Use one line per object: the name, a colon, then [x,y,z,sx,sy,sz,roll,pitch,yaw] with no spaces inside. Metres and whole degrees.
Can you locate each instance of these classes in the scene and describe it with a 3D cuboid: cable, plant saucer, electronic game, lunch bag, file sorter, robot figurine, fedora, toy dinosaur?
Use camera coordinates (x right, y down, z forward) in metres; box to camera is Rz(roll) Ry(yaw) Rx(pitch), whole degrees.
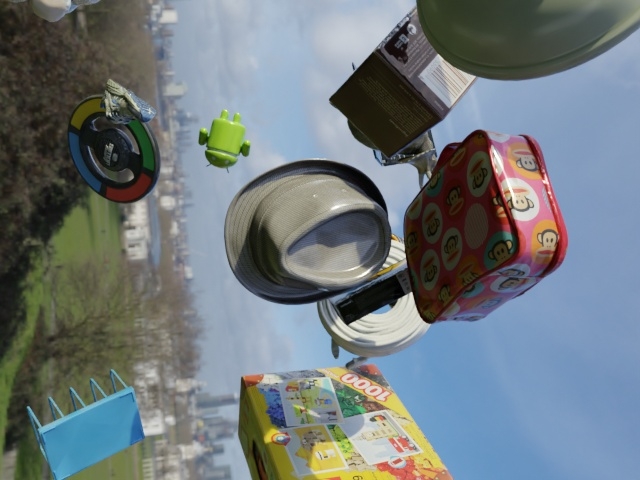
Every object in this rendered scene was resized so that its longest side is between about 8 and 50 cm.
cable: [0.117,0.120,1.498,0.089,0.257,0.257,65,6,-66]
plant saucer: [0.292,-0.418,0.952,0.100,0.401,0.400,28,44,-50]
electronic game: [-0.422,-0.184,1.427,0.048,0.229,0.229,-42,137,-56]
lunch bag: [0.228,-0.028,1.070,0.293,0.120,0.258,128,-42,-56]
file sorter: [-0.429,0.330,1.276,0.104,0.170,0.118,27,-50,47]
robot figurine: [-0.183,-0.191,1.350,0.067,0.101,0.115,-151,-104,-85]
fedora: [0.000,0.000,1.089,0.124,0.276,0.243,-146,-126,-63]
toy dinosaur: [0.149,-0.246,1.532,0.160,0.314,0.121,-59,171,-26]

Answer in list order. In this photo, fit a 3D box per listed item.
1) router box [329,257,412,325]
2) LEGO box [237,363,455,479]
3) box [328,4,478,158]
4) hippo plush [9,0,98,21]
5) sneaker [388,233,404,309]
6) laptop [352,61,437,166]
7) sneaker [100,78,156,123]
router box: [0.107,0.088,1.272,0.046,0.179,0.133,64,-5,-3]
LEGO box: [0.037,0.511,1.638,0.500,0.373,0.193,-129,-139,-62]
box: [0.156,-0.287,1.270,0.167,0.168,0.203,43,-25,-7]
hippo plush: [-0.618,-0.620,1.546,0.236,0.234,0.294,15,-67,64]
sneaker: [0.184,0.079,1.750,0.083,0.084,0.214,44,35,-55]
laptop: [0.185,-0.310,1.704,0.136,0.264,0.234,-19,-96,64]
sneaker: [-0.307,-0.205,1.105,0.135,0.052,0.058,37,-84,44]
